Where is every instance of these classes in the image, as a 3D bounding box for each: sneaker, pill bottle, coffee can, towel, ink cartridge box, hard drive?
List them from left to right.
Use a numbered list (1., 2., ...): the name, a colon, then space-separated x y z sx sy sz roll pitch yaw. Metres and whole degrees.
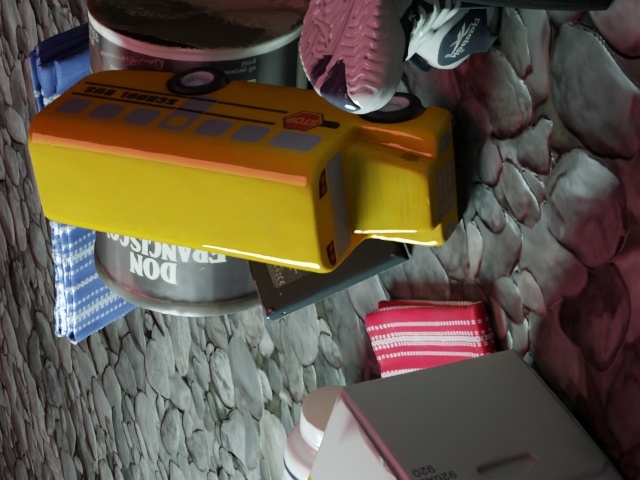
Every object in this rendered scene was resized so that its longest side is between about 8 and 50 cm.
1. towel: -0.186 -0.083 1.682 0.040 0.243 0.336 26 131 31
2. coffee can: -0.112 -0.098 1.548 0.201 0.201 0.275 49 144 49
3. hard drive: 0.000 0.000 1.452 0.022 0.135 0.094 21 -134 -66
4. pill bottle: 0.011 0.221 1.571 0.094 0.094 0.169 52 146 45
5. sneaker: 0.068 -0.152 1.162 0.094 0.153 0.235 -46 31 28
6. ink cartridge box: 0.092 0.228 1.244 0.168 0.171 0.233 52 138 36
7. towel: 0.111 0.186 1.404 0.199 0.031 0.275 -4 98 66

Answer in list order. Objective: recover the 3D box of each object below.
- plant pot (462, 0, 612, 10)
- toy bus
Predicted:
1. plant pot: 0.087 -0.256 1.049 0.188 0.167 0.187 57 150 37
2. toy bus: -0.059 -0.058 1.340 0.332 0.130 0.108 10 124 26
